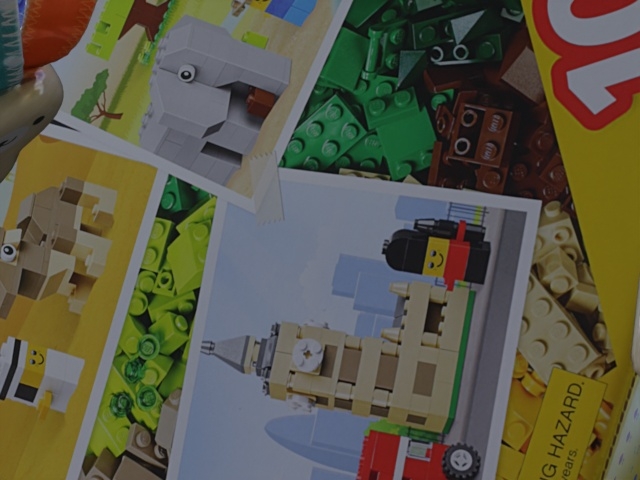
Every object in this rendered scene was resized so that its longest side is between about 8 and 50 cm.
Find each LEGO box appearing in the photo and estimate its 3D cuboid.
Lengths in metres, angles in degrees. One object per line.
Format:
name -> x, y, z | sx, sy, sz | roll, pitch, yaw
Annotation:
LEGO box -> 0.000, 0.000, 0.851 | 0.372, 0.193, 0.500 | 17, -92, 25

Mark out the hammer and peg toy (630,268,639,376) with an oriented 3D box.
hammer and peg toy -> 0.192, -0.082, 0.374 | 0.361, 0.127, 0.266 | 16, -79, -18

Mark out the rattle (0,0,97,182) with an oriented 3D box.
rattle -> -0.116, 0.005, 0.622 | 0.200, 0.142, 0.130 | -33, -20, 24
